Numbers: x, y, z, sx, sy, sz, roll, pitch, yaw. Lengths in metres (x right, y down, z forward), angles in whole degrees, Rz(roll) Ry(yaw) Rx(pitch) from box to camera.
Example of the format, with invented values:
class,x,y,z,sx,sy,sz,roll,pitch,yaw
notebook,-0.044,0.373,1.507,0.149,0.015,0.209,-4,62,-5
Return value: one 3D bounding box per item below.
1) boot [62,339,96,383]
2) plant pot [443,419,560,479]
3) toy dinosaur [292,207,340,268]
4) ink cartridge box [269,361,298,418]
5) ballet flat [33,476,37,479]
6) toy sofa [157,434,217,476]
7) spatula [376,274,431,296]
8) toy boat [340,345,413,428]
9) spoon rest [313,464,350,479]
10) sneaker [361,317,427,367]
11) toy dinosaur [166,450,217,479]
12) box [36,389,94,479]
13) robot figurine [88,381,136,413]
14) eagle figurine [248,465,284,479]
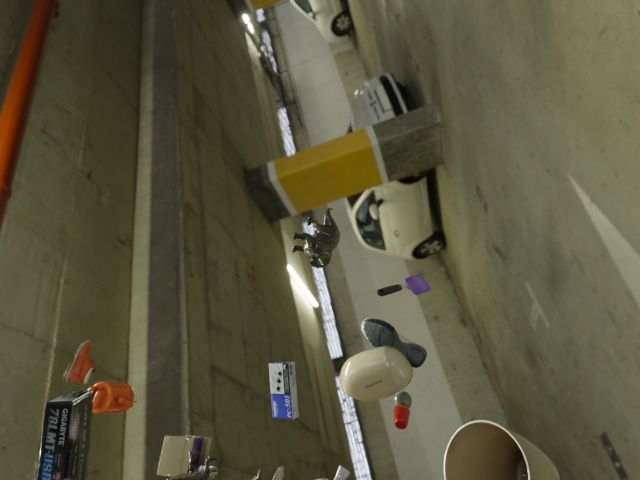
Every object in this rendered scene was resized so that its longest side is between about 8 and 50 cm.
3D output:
class,x,y,z,sx,sy,sz,roll,pitch,yaw
boot,-0.792,0.411,1.620,0.158,0.085,0.059,-84,16,-47
plant pot,0.529,0.644,1.317,0.274,0.256,0.256,22,-142,-32
toy dinosaur,0.000,0.000,1.694,0.313,0.160,0.121,-50,-23,-52
ink cartridge box,-0.141,0.574,1.847,0.046,0.097,0.207,5,-102,-58
ballet flat,-0.850,0.743,1.491,0.073,0.080,0.232,38,-126,-4
toy sofa,-0.535,0.903,2.018,0.362,0.177,0.150,90,-174,-68
spatula,0.309,0.177,1.812,0.296,0.030,0.084,-4,-128,-45
toy boat,0.220,0.502,1.677,0.318,0.267,0.148,56,-155,-16
spoon rest,0.041,1.023,1.990,0.276,0.137,0.084,15,-81,-65
sneaker,0.266,0.389,1.847,0.297,0.111,0.129,37,173,-18
toy dinosaur,-0.395,0.752,1.549,0.268,0.064,0.118,61,-150,-46
box,-0.704,0.581,1.337,0.293,0.073,0.295,137,135,-73
robot figurine,-0.854,0.644,1.965,0.219,0.158,0.128,41,-155,-63
eagle figurine,-0.179,0.955,1.641,0.298,0.226,0.225,53,137,22
